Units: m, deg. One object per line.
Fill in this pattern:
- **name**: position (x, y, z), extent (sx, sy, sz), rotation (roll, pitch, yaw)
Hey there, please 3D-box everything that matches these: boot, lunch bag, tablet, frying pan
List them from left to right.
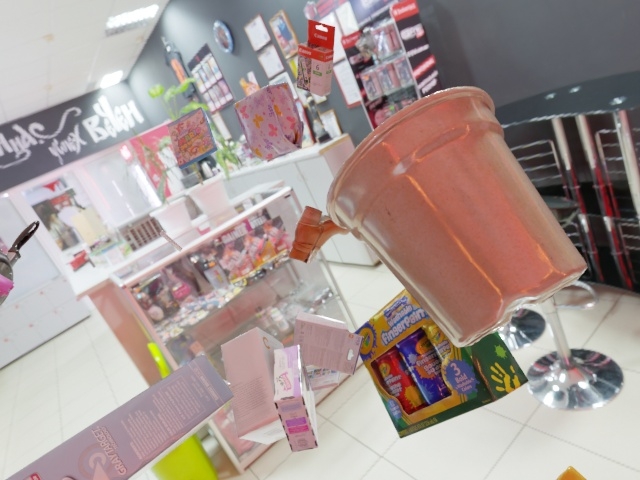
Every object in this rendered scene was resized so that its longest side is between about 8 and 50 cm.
- **frying pan**: position (-0.836, 0.088, 1.143), extent (0.053, 0.197, 0.326), rotation (12, 21, 4)
- **tablet**: position (-0.462, 0.003, 1.342), extent (0.006, 0.083, 0.054), rotation (-52, 12, -25)
- **lunch bag**: position (-0.061, -0.147, 0.550), extent (0.071, 0.083, 0.053), rotation (-11, 13, 44)
- **boot**: position (0.000, 0.000, 1.762), extent (0.109, 0.220, 0.283), rotation (19, -1, 39)

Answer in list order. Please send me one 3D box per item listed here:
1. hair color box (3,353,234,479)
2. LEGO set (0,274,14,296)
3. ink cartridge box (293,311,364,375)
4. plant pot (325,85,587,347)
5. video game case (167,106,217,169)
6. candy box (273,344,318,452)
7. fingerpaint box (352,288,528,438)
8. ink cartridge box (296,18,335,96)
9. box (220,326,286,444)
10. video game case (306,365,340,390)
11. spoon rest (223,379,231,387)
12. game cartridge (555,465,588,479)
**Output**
- **hair color box**: position (-0.357, 0.376, 0.782), extent (0.374, 0.114, 0.185), rotation (-29, -16, -46)
- **LEGO set**: position (-0.456, 0.114, 0.524), extent (0.227, 0.093, 0.087), rotation (-36, 27, 26)
- **ink cartridge box**: position (0.021, 0.342, 1.431), extent (0.223, 0.223, 0.045), rotation (13, 40, 6)
- **plant pot**: position (0.224, -0.012, 0.700), extent (0.333, 0.305, 0.334), rotation (-25, -24, -12)
- **video game case**: position (-0.363, -0.290, 1.221), extent (0.119, 0.166, 0.015), rotation (-27, -27, 6)
- **candy box**: position (-0.061, 0.392, 1.080), extent (0.070, 0.196, 0.165), rotation (-12, 31, 1)
- **fingerpaint box**: position (0.321, 0.351, 1.322), extent (0.163, 0.371, 0.445), rotation (-10, -27, -34)
- **ink cartridge box**: position (-0.009, -0.321, 0.767), extent (0.062, 0.115, 0.029), rotation (29, 46, 26)
- **box**: position (-0.213, 0.532, 1.589), extent (0.168, 0.215, 0.345), rotation (-28, 52, 8)
- **video game case**: position (0.000, 0.512, 1.639), extent (0.157, 0.019, 0.143), rotation (-17, 17, 14)
- **spoon rest**: position (-0.347, 0.391, 1.088), extent (0.084, 0.137, 0.276), rotation (25, 5, 27)
- **game cartridge**: position (0.534, 0.668, 0.828), extent (0.285, 0.052, 0.323), rotation (-49, 50, 0)
